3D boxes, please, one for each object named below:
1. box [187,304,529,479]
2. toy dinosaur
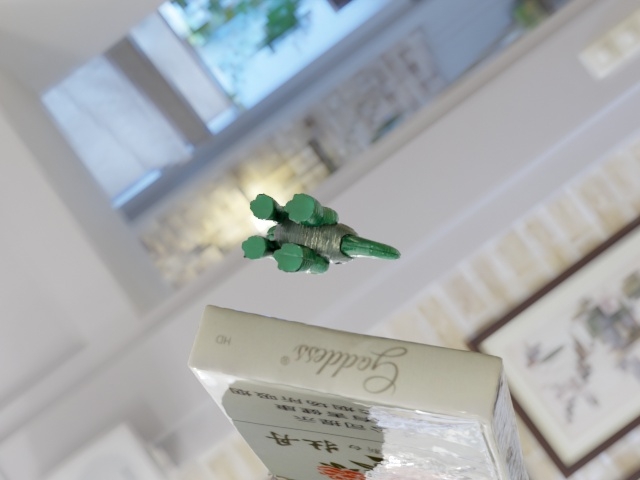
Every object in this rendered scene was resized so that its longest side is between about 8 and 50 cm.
[{"bbox_3d":[0.024,0.078,0.657,0.109,0.029,0.198,10,160,14],"label":"box"},{"bbox_3d":[0.000,0.000,1.268,0.132,0.059,0.096,10,178,34],"label":"toy dinosaur"}]
